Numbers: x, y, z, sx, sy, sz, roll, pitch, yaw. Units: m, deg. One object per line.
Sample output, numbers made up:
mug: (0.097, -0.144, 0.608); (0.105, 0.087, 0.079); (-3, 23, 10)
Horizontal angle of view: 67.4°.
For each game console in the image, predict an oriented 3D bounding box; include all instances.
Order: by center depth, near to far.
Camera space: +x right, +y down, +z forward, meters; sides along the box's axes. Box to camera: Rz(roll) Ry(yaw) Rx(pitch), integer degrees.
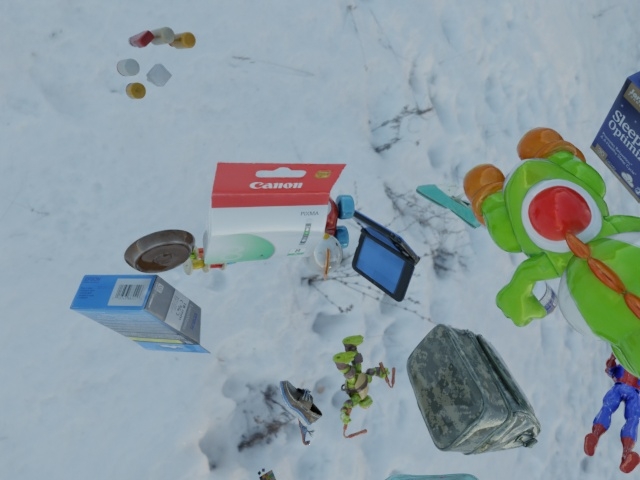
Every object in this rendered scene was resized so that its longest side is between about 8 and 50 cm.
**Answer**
game console: (0.192, 0.048, 1.726); (0.173, 0.293, 0.250); (-53, 136, -3)

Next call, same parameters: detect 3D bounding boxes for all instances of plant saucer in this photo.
plant saucer: (-0.377, 0.033, 1.142); (0.168, 0.168, 0.029); (-4, 58, -39)

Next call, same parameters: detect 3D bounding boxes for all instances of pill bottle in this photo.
pill bottle: (0.561, 0.136, 1.279); (0.169, 0.094, 0.094); (34, 63, -40)

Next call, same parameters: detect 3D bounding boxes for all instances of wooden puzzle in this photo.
wooden puzzle: (-0.163, 0.753, 1.501); (0.049, 0.006, 0.083); (-14, 72, -38)

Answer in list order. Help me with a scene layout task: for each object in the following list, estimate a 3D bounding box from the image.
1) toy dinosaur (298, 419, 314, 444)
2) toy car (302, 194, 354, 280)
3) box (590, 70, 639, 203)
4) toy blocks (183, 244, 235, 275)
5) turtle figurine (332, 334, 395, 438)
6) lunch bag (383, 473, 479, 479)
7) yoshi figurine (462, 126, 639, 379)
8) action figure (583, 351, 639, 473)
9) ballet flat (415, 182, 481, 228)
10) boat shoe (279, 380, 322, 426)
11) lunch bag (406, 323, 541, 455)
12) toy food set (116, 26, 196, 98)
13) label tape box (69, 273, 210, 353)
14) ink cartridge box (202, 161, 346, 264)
toy dinosaur: (-0.048, 0.570, 1.448); (0.047, 0.090, 0.082); (47, 55, -53)
toy car: (0.000, 0.000, 1.314); (0.219, 0.238, 0.210); (-3, 126, -17)
box: (0.512, -0.167, 0.754); (0.036, 0.225, 0.136); (-25, 63, 0)
toy blocks: (-0.315, 0.047, 1.329); (0.148, 0.123, 0.054); (-6, 114, -38)
turtle figurine: (0.104, 0.361, 1.268); (0.269, 0.087, 0.217); (-37, 119, -41)
lunch bag: (0.231, 0.574, 0.942); (0.279, 0.108, 0.224); (10, 85, -23)
yoshi figurine: (0.314, 0.028, 0.545); (0.203, 0.362, 0.203); (-1, 127, -9)
action figure: (0.546, 0.252, 0.841); (0.280, 0.091, 0.139); (-31, 133, -46)
ballet flat: (0.409, -0.127, 1.471); (0.247, 0.087, 0.083); (29, 21, -14)
boat shoe: (-0.054, 0.448, 1.353); (0.183, 0.066, 0.066); (59, 8, -33)
lunch bag: (0.402, 0.388, 1.255); (0.256, 0.212, 0.305); (20, 28, -26)
toy food set: (-0.437, -0.465, 1.222); (0.232, 0.104, 0.111); (-57, 132, -14)
label tape box: (-0.476, 0.211, 1.345); (0.333, 0.241, 0.106); (59, 35, -54)
ink cartridge box: (-0.074, -0.033, 0.709); (0.181, 0.224, 0.056); (-3, 68, -20)
